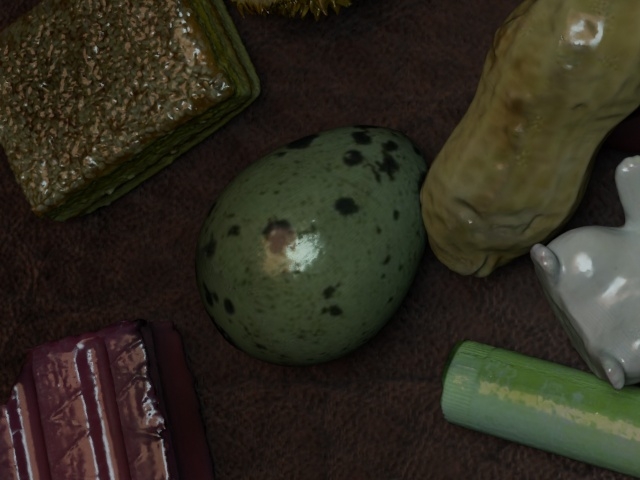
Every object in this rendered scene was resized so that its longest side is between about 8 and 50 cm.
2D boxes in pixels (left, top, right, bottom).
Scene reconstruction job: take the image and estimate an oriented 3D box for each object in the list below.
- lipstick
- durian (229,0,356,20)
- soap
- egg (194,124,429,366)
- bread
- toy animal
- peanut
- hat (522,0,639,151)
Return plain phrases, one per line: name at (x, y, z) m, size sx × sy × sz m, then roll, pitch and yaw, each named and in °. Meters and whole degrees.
lipstick at (0.239, 0.149, 1.401) m, size 0.304 × 0.076 × 0.076 m, roll 15°, pitch 89°, yaw 24°
durian at (-0.022, -0.299, 1.546) m, size 0.138 × 0.183 × 0.249 m, roll -11°, pitch 71°, yaw -16°
soap at (-0.188, 0.226, 1.547) m, size 0.182 × 0.112 × 0.289 m, roll -18°, pitch 76°, yaw 20°
egg at (0.000, 0.000, 1.469) m, size 0.177 × 0.177 × 0.228 m, roll 41°, pitch 82°, yaw 22°
bread at (-0.187, -0.149, 1.605) m, size 0.234 × 0.110 × 0.184 m, roll -31°, pitch 75°, yaw 18°
toy animal at (0.296, -0.006, 1.364) m, size 0.282 × 0.138 × 0.140 m, roll -39°, pitch 66°, yaw 12°
peanut at (0.167, -0.091, 1.369) m, size 0.130 × 0.130 × 0.290 m, roll 41°, pitch 122°, yaw 22°
hat at (0.253, -0.173, 1.422) m, size 0.205 × 0.089 × 0.205 m, roll 10°, pitch 105°, yaw 39°
